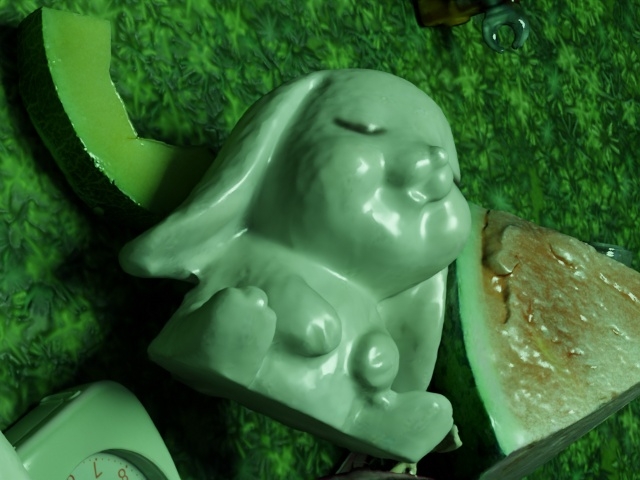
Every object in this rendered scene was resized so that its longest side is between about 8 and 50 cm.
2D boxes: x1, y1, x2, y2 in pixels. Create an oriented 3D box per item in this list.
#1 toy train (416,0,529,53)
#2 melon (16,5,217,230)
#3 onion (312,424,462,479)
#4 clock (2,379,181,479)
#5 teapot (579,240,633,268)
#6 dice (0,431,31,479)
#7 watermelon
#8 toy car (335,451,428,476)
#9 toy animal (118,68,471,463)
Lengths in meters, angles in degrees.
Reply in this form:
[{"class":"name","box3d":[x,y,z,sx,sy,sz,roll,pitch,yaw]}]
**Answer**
[{"class":"toy train","box3d":[0.156,-0.393,1.528,0.249,0.178,0.429,-10,86,-59]},{"class":"melon","box3d":[-0.153,-0.082,1.163,0.118,0.064,0.210,-41,107,-45]},{"class":"onion","box3d":[0.052,0.266,1.180,0.207,0.200,0.201,-21,97,-7]},{"class":"clock","box3d":[-0.155,0.205,1.071,0.151,0.062,0.191,-42,111,-47]},{"class":"teapot","box3d":[0.280,0.030,1.626,0.088,0.066,0.057,9,89,-24]},{"class":"dice","box3d":[-0.319,0.201,0.699,0.304,0.304,0.277,7,73,-47]},{"class":"watermelon","box3d":[0.166,0.085,1.368,0.319,0.292,0.222,-27,79,-28]},{"class":"toy car","box3d":[0.050,0.200,1.311,0.142,0.055,0.069,-51,120,-42]},{"class":"toy animal","box3d":[0.000,0.000,1.136,0.271,0.206,0.265,26,76,-30]}]
